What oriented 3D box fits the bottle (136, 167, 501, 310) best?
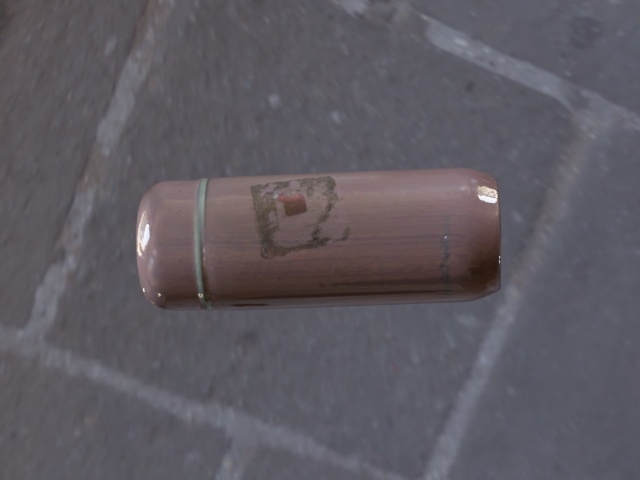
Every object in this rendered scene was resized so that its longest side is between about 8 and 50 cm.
[{"bbox_3d":[0.000,0.000,0.741,0.140,0.053,0.053,-3,102,3],"label":"bottle"}]
